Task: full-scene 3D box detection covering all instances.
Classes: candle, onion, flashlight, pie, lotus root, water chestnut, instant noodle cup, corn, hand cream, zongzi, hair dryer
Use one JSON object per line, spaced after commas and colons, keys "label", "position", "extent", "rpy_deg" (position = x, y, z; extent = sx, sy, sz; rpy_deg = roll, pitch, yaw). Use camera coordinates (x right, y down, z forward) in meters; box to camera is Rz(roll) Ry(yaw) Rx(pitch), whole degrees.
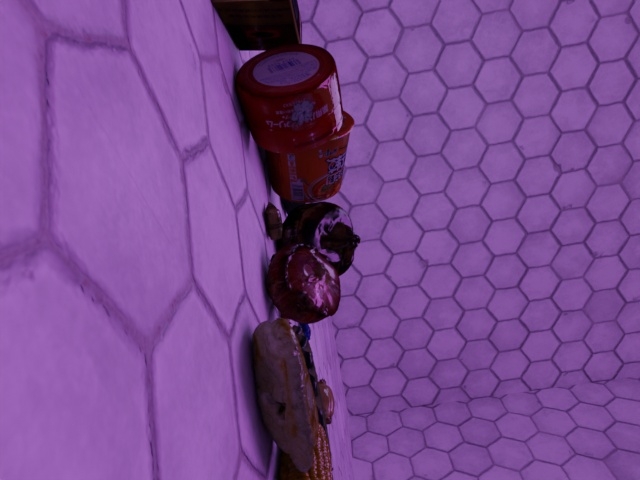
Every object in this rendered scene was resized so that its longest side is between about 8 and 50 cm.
{"label": "candle", "position": [-0.095, 0.113, 1.096], "extent": [0.026, 0.021, 0.167], "rpy_deg": [7, -71, 66]}
{"label": "onion", "position": [-0.044, 0.100, 1.024], "extent": [0.147, 0.184, 0.183], "rpy_deg": [-36, -128, 44]}
{"label": "flashlight", "position": [-0.046, 0.256, 1.442], "extent": [0.057, 0.036, 0.121], "rpy_deg": [-101, 180, -57]}
{"label": "pie", "position": [-0.057, 0.240, 0.767], "extent": [0.201, 0.090, 0.247], "rpy_deg": [-124, -156, -71]}
{"label": "lotus root", "position": [0.009, 0.504, 1.502], "extent": [0.073, 0.062, 0.150], "rpy_deg": [45, 27, -44]}
{"label": "water chestnut", "position": [0.000, 0.000, 1.269], "extent": [0.224, 0.238, 0.223], "rpy_deg": [6, 81, -42]}
{"label": "instant noodle cup", "position": [-0.040, -0.230, 1.266], "extent": [0.250, 0.251, 0.192], "rpy_deg": [-95, -175, -53]}
{"label": "corn", "position": [-0.023, 0.412, 0.796], "extent": [0.313, 0.102, 0.101], "rpy_deg": [-94, 175, -73]}
{"label": "hand cream", "position": [-0.064, -0.314, 1.040], "extent": [0.149, 0.231, 0.230], "rpy_deg": [77, 5, -46]}
{"label": "zongzi", "position": [-0.115, -0.046, 1.130], "extent": [0.083, 0.040, 0.075], "rpy_deg": [-133, -143, -63]}
{"label": "hair dryer", "position": [-0.101, -0.183, 1.556], "extent": [0.124, 0.072, 0.218], "rpy_deg": [76, -1, -60]}

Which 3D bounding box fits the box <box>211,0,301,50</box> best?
{"label": "box", "position": [-0.125, -0.474, 0.997], "extent": [0.240, 0.160, 0.071], "rpy_deg": [-4, 92, -88]}

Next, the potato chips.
{"label": "potato chips", "position": [-0.020, 0.428, 1.173], "extent": [0.358, 0.070, 0.428], "rpy_deg": [-100, -179, -64]}
